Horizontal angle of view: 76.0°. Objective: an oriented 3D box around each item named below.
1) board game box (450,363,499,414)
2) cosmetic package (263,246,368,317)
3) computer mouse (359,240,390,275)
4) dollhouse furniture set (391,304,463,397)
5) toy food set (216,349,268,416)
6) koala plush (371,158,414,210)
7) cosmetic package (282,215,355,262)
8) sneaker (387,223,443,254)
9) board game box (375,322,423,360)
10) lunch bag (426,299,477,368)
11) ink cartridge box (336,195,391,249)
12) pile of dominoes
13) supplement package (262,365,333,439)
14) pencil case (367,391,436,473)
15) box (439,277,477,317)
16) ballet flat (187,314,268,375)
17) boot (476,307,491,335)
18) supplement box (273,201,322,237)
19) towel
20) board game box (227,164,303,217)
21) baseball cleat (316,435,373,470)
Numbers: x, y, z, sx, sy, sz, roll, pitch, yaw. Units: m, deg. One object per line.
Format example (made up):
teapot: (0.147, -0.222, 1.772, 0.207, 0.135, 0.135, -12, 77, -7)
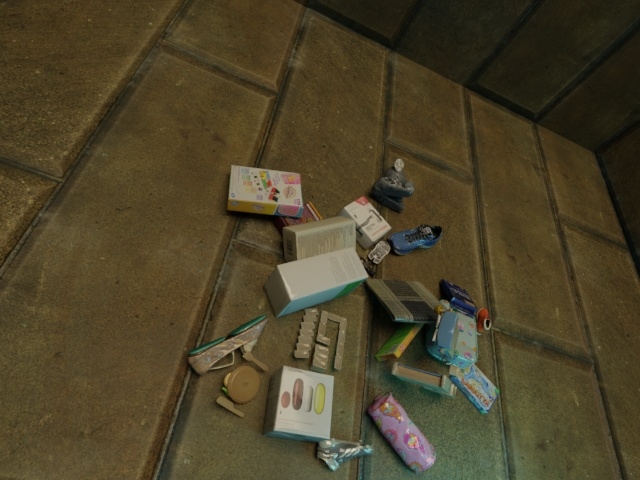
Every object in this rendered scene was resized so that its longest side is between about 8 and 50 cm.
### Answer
board game box: (0.676, 0.632, 1.794, 0.201, 0.035, 0.136, 48, 52, 8)
cosmetic package: (-0.020, 0.162, 1.647, 0.365, 0.197, 0.155, -15, 69, -31)
computer mouse: (0.263, 0.078, 1.938, 0.106, 0.042, 0.193, 42, 57, 9)
dollhouse furniture set: (0.448, 0.433, 1.645, 0.198, 0.286, 0.304, 8, 67, 31)
toy food set: (-0.270, 0.492, 1.410, 0.132, 0.038, 0.192, 44, 56, -20)
koala plush: (0.381, -0.309, 2.149, 0.203, 0.196, 0.221, 19, 57, -2)
cosmetic package: (0.000, 0.000, 1.767, 0.309, 0.113, 0.160, -13, 110, -33)
sneaker: (0.478, -0.025, 2.039, 0.329, 0.147, 0.130, -13, 67, -31)
board game box: (0.342, 0.403, 1.717, 0.039, 0.124, 0.259, 52, 52, -4)
lunch bag: (0.590, 0.424, 1.826, 0.223, 0.108, 0.279, 27, 46, -8)
ink cartridge box: (0.212, -0.086, 1.982, 0.158, 0.092, 0.218, -33, 80, -37)
pile of dominoes: (-0.001, 0.392, 1.628, 0.195, 0.040, 0.251, 23, 45, -11)
supplement package: (-0.074, 0.562, 1.398, 0.194, 0.149, 0.203, 16, 56, -16)
pencil case: (0.301, 0.709, 1.515, 0.124, 0.124, 0.284, -34, 80, -37)
box: (0.658, 0.270, 1.943, 0.136, 0.037, 0.225, 25, 22, -11)
ballet flat: (-0.309, 0.374, 1.447, 0.315, 0.107, 0.106, -23, 92, -30)
boot: (0.796, 0.383, 1.979, 0.059, 0.085, 0.158, 34, 50, -1)
supplement box: (-0.100, -0.085, 1.834, 0.188, 0.081, 0.104, -25, 73, -36)
towel: (0.380, 0.265, 1.777, 0.311, 0.056, 0.324, 5, 23, -20)
board game box: (-0.241, -0.217, 1.798, 0.316, 0.064, 0.242, 6, 45, -13)
baseball cleat: (0.082, 0.745, 1.423, 0.205, 0.072, 0.110, 16, 68, -11)
